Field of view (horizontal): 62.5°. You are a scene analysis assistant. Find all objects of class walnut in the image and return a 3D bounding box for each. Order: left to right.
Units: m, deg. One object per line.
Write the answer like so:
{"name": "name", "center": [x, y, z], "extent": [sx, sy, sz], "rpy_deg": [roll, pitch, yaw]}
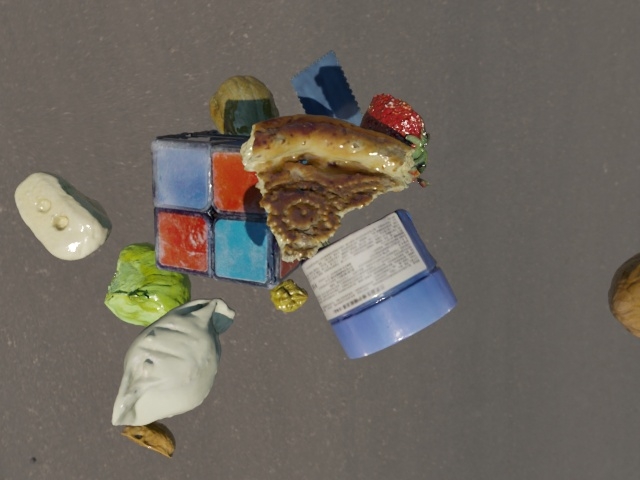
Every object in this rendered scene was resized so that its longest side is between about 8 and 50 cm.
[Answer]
{"name": "walnut", "center": [-0.334, 0.385, 1.045], "extent": [0.091, 0.121, 0.052], "rpy_deg": [80, 32, -56]}
{"name": "walnut", "center": [-0.257, -0.435, 1.835], "extent": [0.282, 0.283, 0.227], "rpy_deg": [2, 142, -31]}
{"name": "walnut", "center": [0.557, 0.082, 0.826], "extent": [0.167, 0.207, 0.168], "rpy_deg": [11, 62, -23]}

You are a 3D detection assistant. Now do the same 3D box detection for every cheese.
{"name": "cheese", "center": [-0.710, -0.059, 1.466], "extent": [0.173, 0.248, 0.251], "rpy_deg": [-43, 140, -8]}

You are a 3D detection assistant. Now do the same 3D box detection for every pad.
{"name": "pad", "center": [0.022, -0.458, 1.747], "extent": [0.012, 0.268, 0.270], "rpy_deg": [-32, 104, -32]}

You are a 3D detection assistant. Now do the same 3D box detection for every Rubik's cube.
{"name": "Rubik's cube", "center": [-0.189, -0.093, 1.277], "extent": [0.316, 0.313, 0.319], "rpy_deg": [-40, 135, -66]}

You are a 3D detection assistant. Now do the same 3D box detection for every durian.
{"name": "durian", "center": [-0.533, 0.146, 1.663], "extent": [0.255, 0.205, 0.340], "rpy_deg": [11, 51, -13]}

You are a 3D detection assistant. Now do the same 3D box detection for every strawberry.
{"name": "strawberry", "center": [0.122, -0.172, 0.916], "extent": [0.085, 0.140, 0.193], "rpy_deg": [-20, 90, -16]}

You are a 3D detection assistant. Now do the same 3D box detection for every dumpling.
{"name": "dumpling", "center": [-0.170, 0.154, 0.606], "extent": [0.099, 0.169, 0.134], "rpy_deg": [14, 133, -2]}

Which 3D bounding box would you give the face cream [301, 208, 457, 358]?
{"name": "face cream", "center": [0.113, 0.080, 1.052], "extent": [0.248, 0.249, 0.225], "rpy_deg": [-25, 86, -24]}

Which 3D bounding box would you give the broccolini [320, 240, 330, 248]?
{"name": "broccolini", "center": [-0.007, 0.013, 1.564], "extent": [0.203, 0.091, 0.068], "rpy_deg": [51, 42, -5]}

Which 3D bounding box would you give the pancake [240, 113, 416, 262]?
{"name": "pancake", "center": [0.009, -0.077, 0.753], "extent": [0.265, 0.057, 0.245], "rpy_deg": [14, 62, -5]}

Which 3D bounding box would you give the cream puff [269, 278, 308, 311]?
{"name": "cream puff", "center": [-0.125, 0.216, 2.125], "extent": [0.146, 0.146, 0.116], "rpy_deg": [18, 135, -33]}
